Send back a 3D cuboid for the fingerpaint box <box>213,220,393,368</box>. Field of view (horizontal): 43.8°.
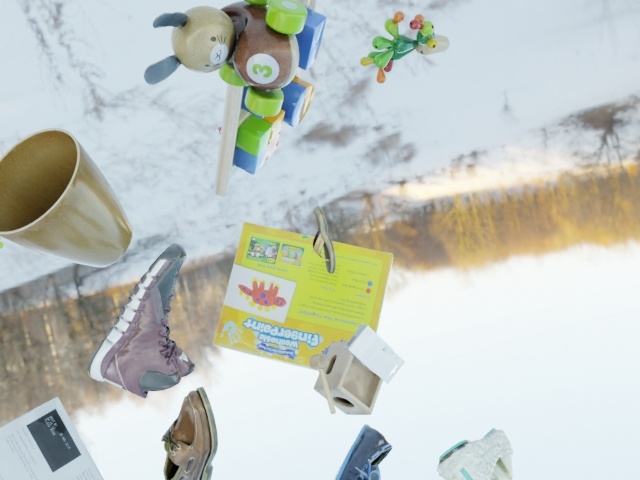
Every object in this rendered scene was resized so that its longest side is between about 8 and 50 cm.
[{"bbox_3d":[-0.042,0.180,2.308,0.444,0.371,0.163,12,171,7],"label":"fingerpaint box"}]

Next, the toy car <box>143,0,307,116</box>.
[{"bbox_3d":[-0.136,-0.254,1.038,0.188,0.149,0.155,-13,138,-35],"label":"toy car"}]

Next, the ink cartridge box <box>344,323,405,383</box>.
[{"bbox_3d":[0.109,0.228,1.593,0.063,0.115,0.029,-50,-164,-11],"label":"ink cartridge box"}]

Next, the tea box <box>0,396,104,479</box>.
[{"bbox_3d":[-0.621,0.553,1.753,0.220,0.329,0.323,-28,177,-30],"label":"tea box"}]

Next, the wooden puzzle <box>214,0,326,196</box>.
[{"bbox_3d":[-0.076,-0.279,1.428,0.322,0.080,0.348,106,11,-48],"label":"wooden puzzle"}]

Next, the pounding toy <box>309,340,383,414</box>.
[{"bbox_3d":[0.033,0.320,1.827,0.094,0.206,0.181,-12,-135,46],"label":"pounding toy"}]

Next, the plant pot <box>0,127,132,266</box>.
[{"bbox_3d":[-0.499,-0.054,1.591,0.237,0.237,0.254,-15,144,20],"label":"plant pot"}]

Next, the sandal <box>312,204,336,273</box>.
[{"bbox_3d":[0.000,0.000,2.054,0.049,0.180,0.072,-16,-170,-9],"label":"sandal"}]

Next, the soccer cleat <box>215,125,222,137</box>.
[{"bbox_3d":[-0.268,-0.295,2.293,0.036,0.083,0.029,-59,167,26],"label":"soccer cleat"}]

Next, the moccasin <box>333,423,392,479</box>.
[{"bbox_3d":[0.113,0.612,2.118,0.342,0.116,0.138,-48,164,-54],"label":"moccasin"}]

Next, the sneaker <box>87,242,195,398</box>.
[{"bbox_3d":[-0.270,0.153,1.392,0.281,0.162,0.106,-57,-174,10],"label":"sneaker"}]

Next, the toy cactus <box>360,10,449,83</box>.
[{"bbox_3d":[0.191,-0.400,1.644,0.180,0.112,0.219,-7,167,-29],"label":"toy cactus"}]

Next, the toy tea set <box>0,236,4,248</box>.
[{"bbox_3d":[-0.888,-0.137,1.986,0.124,0.336,0.200,-37,169,-9],"label":"toy tea set"}]

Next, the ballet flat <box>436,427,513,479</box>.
[{"bbox_3d":[0.378,0.533,1.853,0.147,0.147,0.409,-15,167,23],"label":"ballet flat"}]

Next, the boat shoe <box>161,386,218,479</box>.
[{"bbox_3d":[-0.292,0.448,1.745,0.104,0.307,0.111,-10,-139,-22],"label":"boat shoe"}]
